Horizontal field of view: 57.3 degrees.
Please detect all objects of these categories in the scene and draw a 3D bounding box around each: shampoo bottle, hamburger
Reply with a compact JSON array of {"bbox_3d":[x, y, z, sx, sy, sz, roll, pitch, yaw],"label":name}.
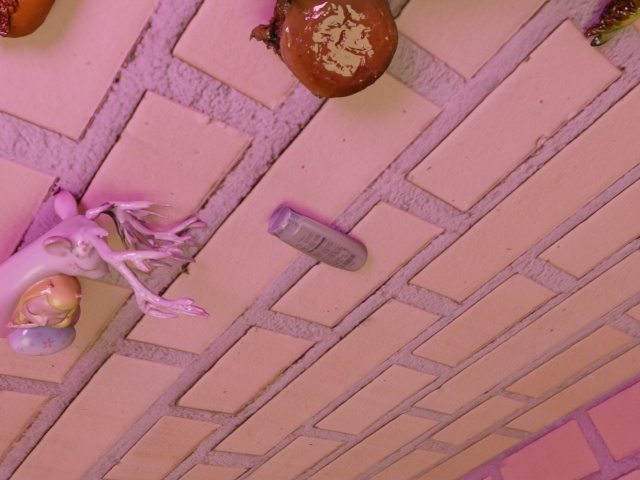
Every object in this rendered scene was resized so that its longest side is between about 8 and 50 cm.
[{"bbox_3d":[0.000,0.000,1.060,0.072,0.049,0.212,-37,135,26],"label":"shampoo bottle"},{"bbox_3d":[0.004,-0.258,0.723,0.185,0.131,0.159,-6,134,-5],"label":"hamburger"}]

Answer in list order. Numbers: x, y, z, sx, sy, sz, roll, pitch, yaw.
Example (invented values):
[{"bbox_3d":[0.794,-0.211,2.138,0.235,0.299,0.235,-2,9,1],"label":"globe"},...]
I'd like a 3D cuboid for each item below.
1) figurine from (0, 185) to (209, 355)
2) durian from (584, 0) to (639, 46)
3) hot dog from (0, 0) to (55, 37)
[{"bbox_3d":[-0.349,0.050,0.925,0.284,0.206,0.316,29,129,-31],"label":"figurine"},{"bbox_3d":[0.468,-0.398,0.730,0.132,0.106,0.375,-2,141,-23],"label":"durian"},{"bbox_3d":[-0.317,-0.305,0.617,0.102,0.076,0.249,20,127,-37],"label":"hot dog"}]
